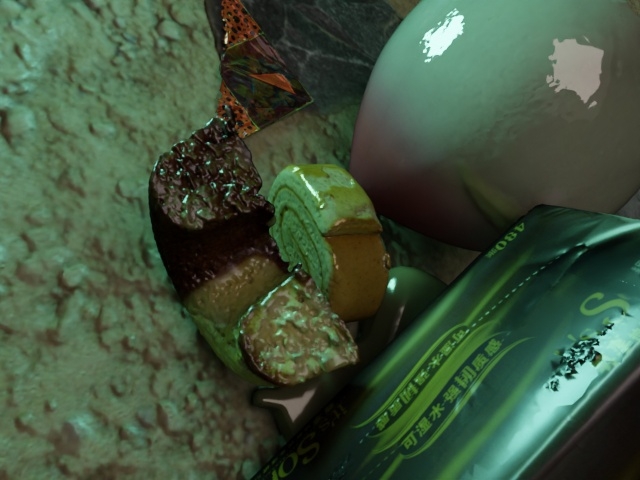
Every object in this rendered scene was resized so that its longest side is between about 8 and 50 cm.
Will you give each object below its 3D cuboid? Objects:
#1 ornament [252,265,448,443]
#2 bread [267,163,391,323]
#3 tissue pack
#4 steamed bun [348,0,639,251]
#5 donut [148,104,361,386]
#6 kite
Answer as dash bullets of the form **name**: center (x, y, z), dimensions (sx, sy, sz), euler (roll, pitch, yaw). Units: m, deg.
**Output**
- **ornament**: center (0.070, 0.131, 0.539), dimensions (0.244, 0.061, 0.230), euler (31, 61, -15)
- **bread**: center (0.000, 0.000, 0.495), dimensions (0.073, 0.122, 0.149), euler (-7, 50, -30)
- **tissue pack**: center (0.132, 0.169, 0.391), dimensions (0.370, 0.210, 0.198), euler (-44, 111, -5)
- **steamed bun**: center (0.163, -0.113, 0.575), dimensions (0.309, 0.309, 0.310), euler (12, 67, -30)
- **donut**: center (-0.068, 0.028, 0.442), dimensions (0.085, 0.141, 0.217), euler (-28, 81, -28)
- **kite**: center (-0.058, -0.172, 0.598), dimensions (0.125, 0.008, 0.222), euler (13, 66, -29)
